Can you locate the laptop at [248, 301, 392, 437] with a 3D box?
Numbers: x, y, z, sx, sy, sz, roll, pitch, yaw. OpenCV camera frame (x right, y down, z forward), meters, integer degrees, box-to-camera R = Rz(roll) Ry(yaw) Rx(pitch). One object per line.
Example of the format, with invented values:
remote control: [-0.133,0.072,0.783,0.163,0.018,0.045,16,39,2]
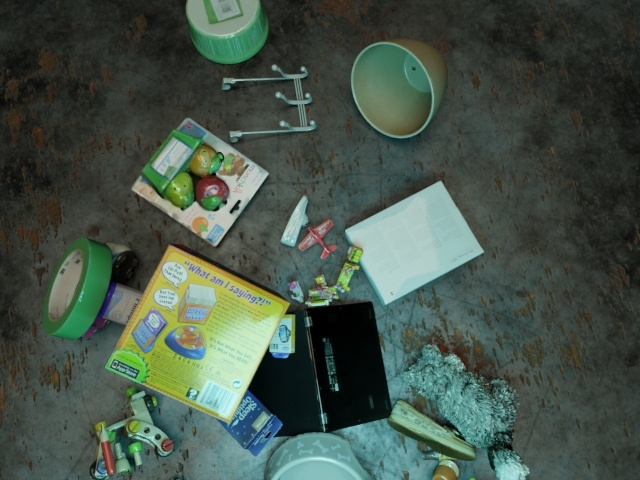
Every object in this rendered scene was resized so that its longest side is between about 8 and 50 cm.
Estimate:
laptop: [-0.021,0.425,1.772,0.408,0.236,0.382,-3,77,-29]

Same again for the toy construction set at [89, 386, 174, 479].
toy construction set: [-0.600,0.572,1.618,0.257,0.309,0.237,-17,73,-11]

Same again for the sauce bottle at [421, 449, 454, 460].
sauce bottle: [0.386,0.680,1.699,0.128,0.042,0.042,-8,78,0]

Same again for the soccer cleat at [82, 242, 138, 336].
soccer cleat: [-0.739,0.160,1.804,0.143,0.116,0.331,24,83,31]

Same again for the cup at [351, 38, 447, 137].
cup: [0.306,-0.557,1.850,0.331,0.331,0.237,43,55,9]

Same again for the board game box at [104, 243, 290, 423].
board game box: [-0.341,0.245,1.551,0.356,0.356,0.356,28,85,-8]

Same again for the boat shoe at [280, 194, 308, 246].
boat shoe: [-0.077,-0.066,1.856,0.063,0.066,0.184,25,77,-8]

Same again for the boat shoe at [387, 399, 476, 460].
boat shoe: [0.354,0.593,1.672,0.285,0.104,0.089,23,57,16]

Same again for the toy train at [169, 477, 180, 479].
toy train: [-0.500,0.815,1.666,0.184,0.080,0.105,-22,73,-4]

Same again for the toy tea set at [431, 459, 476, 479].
toy tea set: [0.472,0.834,1.645,0.200,0.124,0.336,-23,83,26]

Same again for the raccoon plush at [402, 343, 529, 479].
raccoon plush: [0.424,0.472,1.563,0.299,0.446,0.216,32,93,-6]

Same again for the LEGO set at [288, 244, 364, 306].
LEGO set: [0.034,0.138,1.745,0.287,0.107,0.132,-31,92,16]

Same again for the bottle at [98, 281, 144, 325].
bottle: [-0.580,0.229,1.735,0.283,0.092,0.118,24,93,-22]

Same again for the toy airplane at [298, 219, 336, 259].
toy airplane: [0.000,0.000,1.844,0.151,0.028,0.151,1,86,-11]

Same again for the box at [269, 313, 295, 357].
box: [-0.121,0.303,1.701,0.081,0.028,0.136,-3,84,29]

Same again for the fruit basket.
fruit basket: [-0.413,-0.208,1.840,0.353,0.165,0.327,35,80,4]

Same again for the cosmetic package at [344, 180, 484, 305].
cosmetic package: [0.312,0.011,1.814,0.377,0.097,0.284,-27,77,-4]

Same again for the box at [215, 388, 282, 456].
box: [-0.242,0.559,1.703,0.225,0.036,0.136,36,80,25]

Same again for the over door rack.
over door rack: [-0.192,-0.497,1.925,0.324,0.108,0.239,-8,77,-1]

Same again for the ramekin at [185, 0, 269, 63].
ramekin: [-0.349,-0.827,1.975,0.303,0.148,0.303,0,78,1]

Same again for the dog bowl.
dog bowl: [-0.006,0.755,1.594,0.349,0.102,0.348,1,101,3]

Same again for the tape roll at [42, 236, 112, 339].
tape roll: [-0.779,0.151,1.707,0.321,0.077,0.321,-24,55,38]
